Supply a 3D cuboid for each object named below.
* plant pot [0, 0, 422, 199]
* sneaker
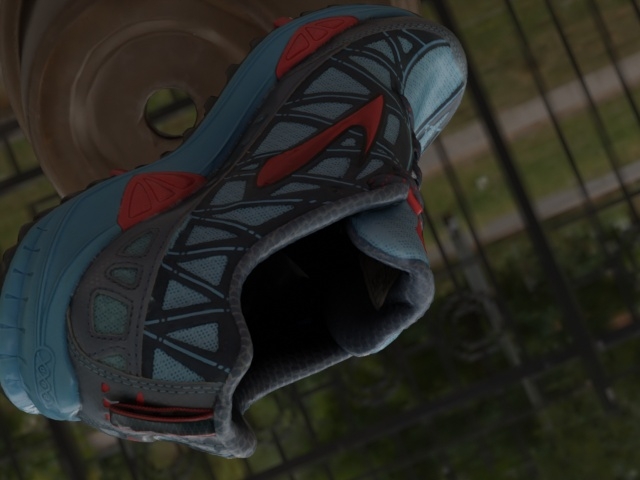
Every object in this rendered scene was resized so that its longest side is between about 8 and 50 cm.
[{"bbox_3d":[-0.071,-0.094,0.938,0.263,0.263,0.229,-24,-164,11],"label":"plant pot"},{"bbox_3d":[0.000,0.000,0.647,0.125,0.104,0.262,20,-135,29],"label":"sneaker"}]
